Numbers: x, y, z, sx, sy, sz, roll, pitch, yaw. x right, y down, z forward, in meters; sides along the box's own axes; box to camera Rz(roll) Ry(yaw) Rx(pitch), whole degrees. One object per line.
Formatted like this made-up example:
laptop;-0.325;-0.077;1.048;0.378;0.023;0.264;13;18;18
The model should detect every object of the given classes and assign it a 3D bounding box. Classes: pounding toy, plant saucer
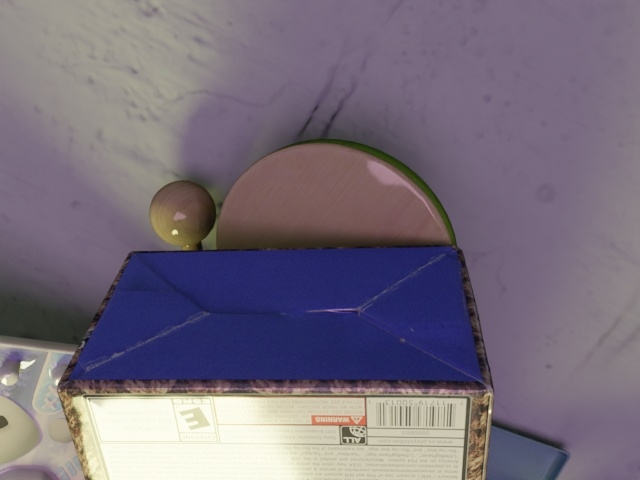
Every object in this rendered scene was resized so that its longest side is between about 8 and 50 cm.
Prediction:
pounding toy;0.000;0.000;0.587;0.237;0.110;0.183;-11;111;25
plant saucer;0.132;0.191;0.685;0.192;0.018;0.067;21;109;-5

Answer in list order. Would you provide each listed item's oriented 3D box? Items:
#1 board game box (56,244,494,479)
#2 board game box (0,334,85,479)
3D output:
board game box;-0.015;0.162;0.507;0.232;0.141;0.291;0;121;4
board game box;-0.266;0.260;0.617;0.390;0.050;0.390;13;112;-30
